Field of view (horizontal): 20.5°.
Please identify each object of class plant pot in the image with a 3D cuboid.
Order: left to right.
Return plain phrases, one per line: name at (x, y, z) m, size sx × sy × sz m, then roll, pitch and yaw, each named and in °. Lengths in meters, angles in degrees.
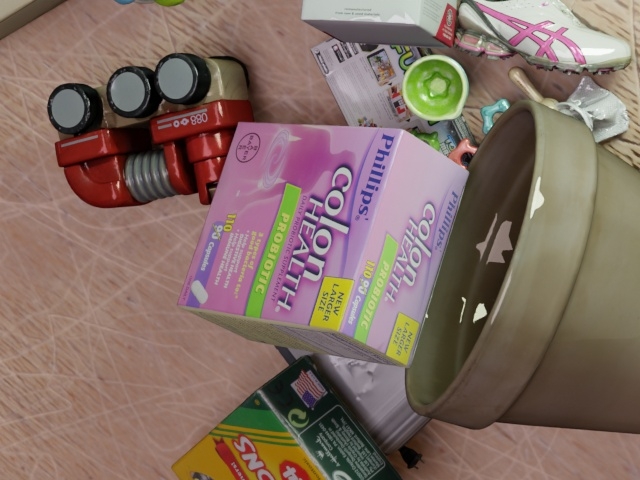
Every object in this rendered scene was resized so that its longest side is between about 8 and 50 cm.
plant pot at (0.268, 0.060, 1.719) m, size 0.280 × 0.323 × 0.323 m, roll 20°, pitch 113°, yaw -10°

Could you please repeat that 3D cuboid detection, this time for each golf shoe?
golf shoe at (0.225, -0.216, 1.787) m, size 0.186 × 0.067 × 0.086 m, roll 15°, pitch 105°, yaw 19°

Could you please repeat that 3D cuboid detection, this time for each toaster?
toaster at (0.072, 0.125, 1.908) m, size 0.146 × 0.129 × 0.227 m, roll -44°, pitch 82°, yaw 24°

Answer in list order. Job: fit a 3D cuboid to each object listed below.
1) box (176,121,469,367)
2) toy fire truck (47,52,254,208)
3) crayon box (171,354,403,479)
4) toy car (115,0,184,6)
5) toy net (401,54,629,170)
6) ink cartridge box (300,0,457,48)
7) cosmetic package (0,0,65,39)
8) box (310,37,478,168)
box at (0.000, 0.000, 1.818) m, size 0.243 × 0.117 × 0.214 m, roll 7°, pitch 74°, yaw 44°
toy fire truck at (-0.162, -0.069, 1.966) m, size 0.217 × 0.158 × 0.246 m, roll -12°, pitch 88°, yaw 25°
crayon box at (-0.044, 0.277, 1.949) m, size 0.202 × 0.081 × 0.318 m, roll 51°, pitch 145°, yaw 5°
toy car at (-0.204, -0.331, 1.886) m, size 0.159 × 0.136 × 0.182 m, roll -12°, pitch 100°, yaw 53°
toy net at (0.197, -0.119, 1.811) m, size 0.232 × 0.045 × 0.122 m, roll 8°, pitch 99°, yaw 10°
ink cartridge box at (0.067, -0.293, 1.780) m, size 0.127 × 0.128 × 0.176 m, roll 6°, pitch 87°, yaw 21°
cosmetic package at (-0.398, -0.307, 2.012) m, size 0.309 × 0.113 × 0.160 m, roll -26°, pitch 92°, yaw 28°
box at (0.085, -0.138, 1.885) m, size 0.114 × 0.036 × 0.207 m, roll -25°, pitch 92°, yaw 27°
